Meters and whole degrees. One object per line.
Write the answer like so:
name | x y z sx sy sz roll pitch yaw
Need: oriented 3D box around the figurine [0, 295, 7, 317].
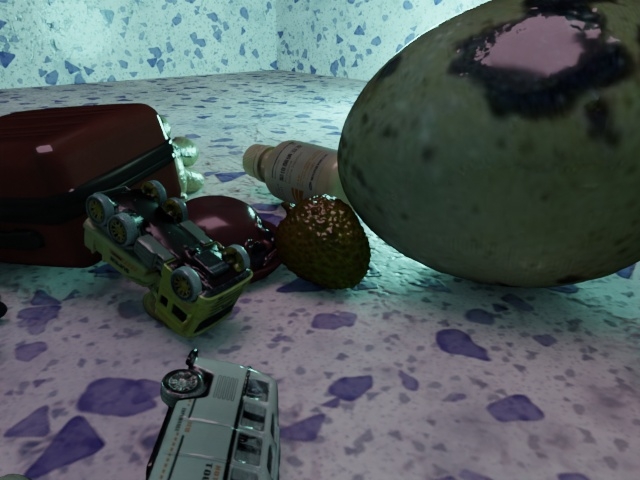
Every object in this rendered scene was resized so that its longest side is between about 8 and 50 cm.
figurine | -0.413 0.055 0.552 0.079 0.077 0.136 -33 48 -29

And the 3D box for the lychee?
lychee | 0.000 0.000 0.620 0.146 0.114 0.114 46 43 19

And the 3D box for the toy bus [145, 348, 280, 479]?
toy bus | -0.071 0.158 0.304 0.089 0.087 0.194 9 22 -5

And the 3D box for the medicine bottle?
medicine bottle | -0.038 -0.121 0.887 0.252 0.114 0.114 23 32 39

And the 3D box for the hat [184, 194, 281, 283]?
hat | -0.142 -0.010 0.668 0.205 0.089 0.205 2 24 -1

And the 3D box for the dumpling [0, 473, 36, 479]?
dumpling | -0.223 0.179 0.257 0.216 0.149 0.105 -7 63 -2

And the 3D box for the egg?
egg | 0.233 -0.115 0.606 0.428 0.345 0.345 0 23 17

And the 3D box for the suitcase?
suitcase | -0.362 -0.079 0.657 0.297 0.161 0.236 4 30 22

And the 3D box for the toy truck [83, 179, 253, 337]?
toy truck | -0.174 0.025 0.535 0.191 0.116 0.085 37 35 15

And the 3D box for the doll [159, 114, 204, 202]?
doll | -0.299 -0.164 0.905 0.175 0.149 0.278 10 29 -7
